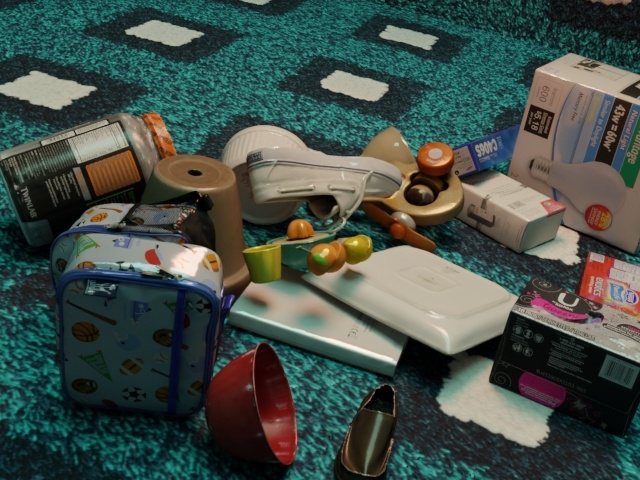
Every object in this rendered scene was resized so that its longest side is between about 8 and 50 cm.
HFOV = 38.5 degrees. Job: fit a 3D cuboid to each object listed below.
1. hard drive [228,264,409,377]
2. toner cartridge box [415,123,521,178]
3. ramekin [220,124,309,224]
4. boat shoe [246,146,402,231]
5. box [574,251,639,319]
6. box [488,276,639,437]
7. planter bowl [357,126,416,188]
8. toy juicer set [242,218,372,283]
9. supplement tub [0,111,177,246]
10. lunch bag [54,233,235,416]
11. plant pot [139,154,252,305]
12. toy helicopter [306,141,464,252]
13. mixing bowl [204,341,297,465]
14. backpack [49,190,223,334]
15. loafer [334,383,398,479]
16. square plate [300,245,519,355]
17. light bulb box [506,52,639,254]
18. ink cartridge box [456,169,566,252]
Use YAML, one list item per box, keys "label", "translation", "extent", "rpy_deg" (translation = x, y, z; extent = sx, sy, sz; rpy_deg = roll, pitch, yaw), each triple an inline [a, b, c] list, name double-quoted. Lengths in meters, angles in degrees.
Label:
- label: "hard drive"
  translation: [0.012, 0.138, 1.680]
  extent: [0.307, 0.040, 0.203]
  rpy_deg: [16, 29, 11]
- label: "toner cartridge box"
  translation: [0.386, -0.212, 2.276]
  extent: [0.165, 0.075, 0.348]
  rpy_deg: [-16, 4, 37]
- label: "ramekin"
  translation: [-0.120, -0.130, 1.953]
  extent: [0.207, 0.207, 0.109]
  rpy_deg: [11, 38, 0]
- label: "boat shoe"
  translation: [0.020, -0.087, 1.842]
  extent: [0.367, 0.156, 0.136]
  rpy_deg: [5, -14, -39]
- label: "box"
  translation: [0.551, 0.141, 1.769]
  extent: [0.128, 0.123, 0.257]
  rpy_deg: [18, 30, 13]
- label: "box"
  translation: [0.445, 0.196, 1.594]
  extent: [0.247, 0.163, 0.142]
  rpy_deg: [22, 32, 18]
- label: "planter bowl"
  translation: [0.154, -0.176, 2.193]
  extent: [0.109, 0.162, 0.162]
  rpy_deg: [-26, 38, -7]
- label: "toy juicer set"
  translation: [0.000, 0.000, 1.719]
  extent: [0.209, 0.089, 0.329]
  rpy_deg: [-7, 7, 17]
- label: "supplement tub"
  translation: [-0.439, -0.126, 1.760]
  extent: [0.316, 0.193, 0.193]
  rpy_deg: [-21, 38, -16]
- label: "lunch bag"
  translation: [-0.255, 0.127, 1.334]
  extent: [0.243, 0.303, 0.115]
  rpy_deg: [9, 41, -5]
- label: "plant pot"
  translation: [-0.240, -0.026, 1.695]
  extent: [0.263, 0.229, 0.263]
  rpy_deg: [9, 29, -5]
- label: "toy helicopter"
  translation: [0.141, -0.083, 2.038]
  extent: [0.355, 0.140, 0.235]
  rpy_deg: [-2, 51, 9]
- label: "mixing bowl"
  translation: [-0.108, 0.249, 1.343]
  extent: [0.098, 0.181, 0.181]
  rpy_deg: [-16, 27, 12]
- label: "backpack"
  translation: [-0.309, 0.064, 1.510]
  extent: [0.263, 0.276, 0.213]
  rpy_deg: [7, 25, 21]
- label: "loafer"
  translation: [0.072, 0.291, 1.387]
  extent: [0.080, 0.078, 0.220]
  rpy_deg: [13, 29, 4]
- label: "square plate"
  translation: [0.197, 0.092, 1.750]
  extent: [0.347, 0.049, 0.344]
  rpy_deg: [27, 24, 33]
- label: "light bulb box"
  translation: [0.679, -0.216, 2.207]
  extent: [0.361, 0.358, 0.225]
  rpy_deg: [26, 34, 27]
- label: "ink cartridge box"
  translation: [0.432, -0.073, 2.142]
  extent: [0.158, 0.092, 0.218]
  rpy_deg: [-18, 41, -41]
